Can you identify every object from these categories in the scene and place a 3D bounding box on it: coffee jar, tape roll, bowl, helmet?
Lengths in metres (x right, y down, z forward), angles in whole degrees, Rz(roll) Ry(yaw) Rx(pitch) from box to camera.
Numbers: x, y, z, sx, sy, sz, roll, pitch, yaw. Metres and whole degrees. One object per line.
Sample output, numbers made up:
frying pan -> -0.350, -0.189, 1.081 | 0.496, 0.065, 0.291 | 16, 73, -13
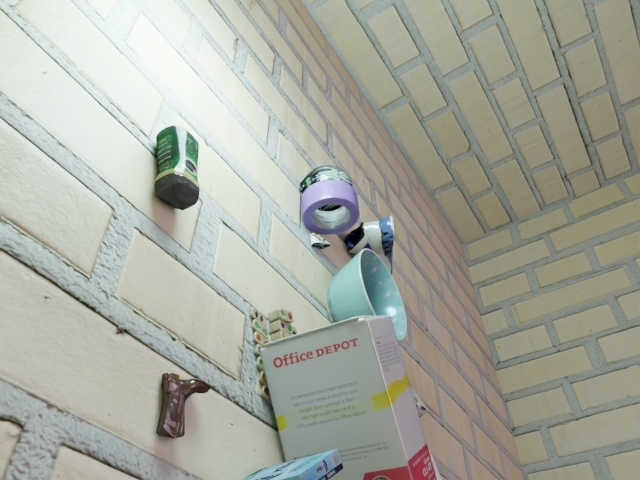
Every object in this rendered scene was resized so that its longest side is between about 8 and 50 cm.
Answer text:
coffee jar -> -0.319, -0.161, 1.198 | 0.096, 0.079, 0.184 | 43, 30, -49
tape roll -> 0.031, -0.107, 1.771 | 0.189, 0.189, 0.080 | 41, 33, -45
bowl -> 0.135, 0.198, 1.721 | 0.311, 0.163, 0.311 | 49, 27, -35
helmet -> 0.027, -0.184, 1.875 | 0.169, 0.162, 0.169 | 48, 28, -36

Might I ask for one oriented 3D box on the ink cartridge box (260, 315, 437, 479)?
ink cartridge box -> 0.059, 0.380, 1.179 | 0.160, 0.279, 0.384 | 9, 64, -62

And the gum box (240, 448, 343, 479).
gum box -> -0.073, 0.441, 0.984 | 0.157, 0.184, 0.041 | 9, 60, -63

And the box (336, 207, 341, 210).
box -> 0.074, -0.112, 2.011 | 0.028, 0.081, 0.136 | 55, 24, -22

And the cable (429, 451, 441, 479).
cable -> 0.275, 0.667, 1.592 | 0.257, 0.089, 0.257 | 62, 10, 4

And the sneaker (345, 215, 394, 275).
sneaker -> 0.188, 0.033, 2.065 | 0.127, 0.182, 0.315 | -85, 172, -48

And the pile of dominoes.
pile of dominoes -> -0.086, 0.287, 1.305 | 0.196, 0.040, 0.251 | 33, 38, -52

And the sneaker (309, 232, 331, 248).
sneaker -> 0.000, 0.000, 1.788 | 0.109, 0.040, 0.043 | 20, 47, -60

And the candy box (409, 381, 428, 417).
candy box -> 0.223, 0.446, 1.688 | 0.159, 0.071, 0.233 | 37, 14, -49

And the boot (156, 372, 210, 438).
boot -> -0.241, 0.300, 0.952 | 0.106, 0.037, 0.114 | 26, 39, -38
